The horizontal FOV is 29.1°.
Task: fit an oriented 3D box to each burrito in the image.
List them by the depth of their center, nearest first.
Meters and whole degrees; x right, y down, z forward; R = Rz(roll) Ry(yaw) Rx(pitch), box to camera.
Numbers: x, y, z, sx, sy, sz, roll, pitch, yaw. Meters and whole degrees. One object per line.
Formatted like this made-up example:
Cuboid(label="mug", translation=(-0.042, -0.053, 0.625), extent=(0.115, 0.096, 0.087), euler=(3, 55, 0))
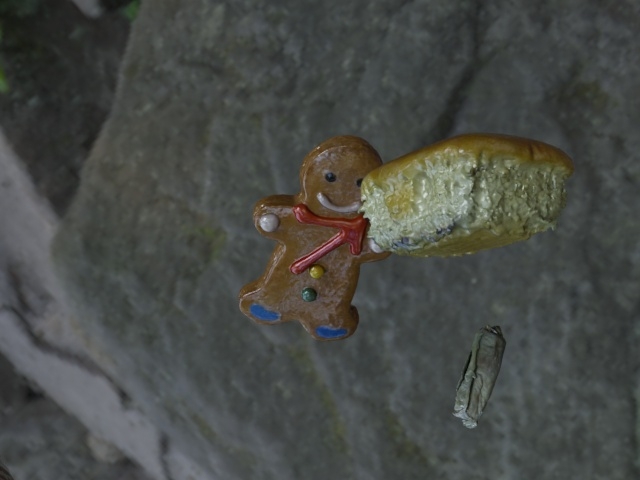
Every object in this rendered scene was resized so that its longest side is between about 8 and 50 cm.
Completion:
Cuboid(label="burrito", translation=(0.258, 0.214, 1.997), extent=(0.058, 0.188, 0.045), euler=(32, 151, -15))

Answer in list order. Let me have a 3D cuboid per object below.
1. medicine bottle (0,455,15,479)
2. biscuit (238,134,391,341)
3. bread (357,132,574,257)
Cuboid(label="medicine bottle", translation=(-0.383, 0.325, 1.162), extent=(0.241, 0.252, 0.252), euler=(51, 169, 33))
Cuboid(label="biscuit", translation=(0.001, 0.002, 1.703), extent=(0.205, 0.324, 0.049), euler=(15, -152, -14))
Cuboid(label="bread", translation=(0.158, -0.048, 1.370), extent=(0.245, 0.174, 0.121), euler=(-24, 71, 61))
